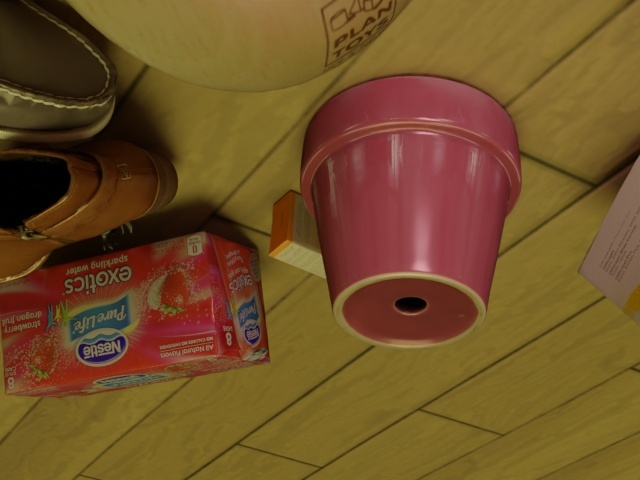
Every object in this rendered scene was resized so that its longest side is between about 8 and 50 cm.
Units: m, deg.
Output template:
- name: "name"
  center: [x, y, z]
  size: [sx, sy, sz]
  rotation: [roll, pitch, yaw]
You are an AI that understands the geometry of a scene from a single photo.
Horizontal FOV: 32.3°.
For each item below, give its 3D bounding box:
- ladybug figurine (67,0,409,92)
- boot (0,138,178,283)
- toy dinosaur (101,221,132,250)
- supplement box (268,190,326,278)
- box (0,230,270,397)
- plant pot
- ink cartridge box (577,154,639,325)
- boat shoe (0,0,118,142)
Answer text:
- name: "ladybug figurine"
  center: [-0.054, -0.264, 0.568]
  size: [0.305, 0.162, 0.449]
  rotation: [-37, 146, -14]
- name: "boot"
  center: [-0.279, -0.019, 0.959]
  size: [0.284, 0.109, 0.220]
  rotation: [-11, -179, 14]
- name: "toy dinosaur"
  center: [-0.205, -0.031, 1.091]
  size: [0.090, 0.047, 0.082]
  rotation: [14, 127, 2]
- name: "supplement box"
  center: [0.000, 0.000, 1.098]
  size: [0.098, 0.062, 0.036]
  rotation: [23, 140, -26]
- name: "box"
  center: [-0.194, 0.083, 1.148]
  size: [0.257, 0.128, 0.123]
  rotation: [-12, 167, 21]
- name: "plant pot"
  center: [0.077, -0.012, 0.970]
  size: [0.202, 0.180, 0.201]
  rotation: [3, 146, 2]
- name: "ink cartridge box"
  center: [0.364, 0.025, 0.916]
  size: [0.171, 0.232, 0.168]
  rotation: [21, 104, -23]
- name: "boat shoe"
  center: [-0.295, -0.174, 0.822]
  size: [0.324, 0.116, 0.097]
  rotation: [24, 144, -19]
